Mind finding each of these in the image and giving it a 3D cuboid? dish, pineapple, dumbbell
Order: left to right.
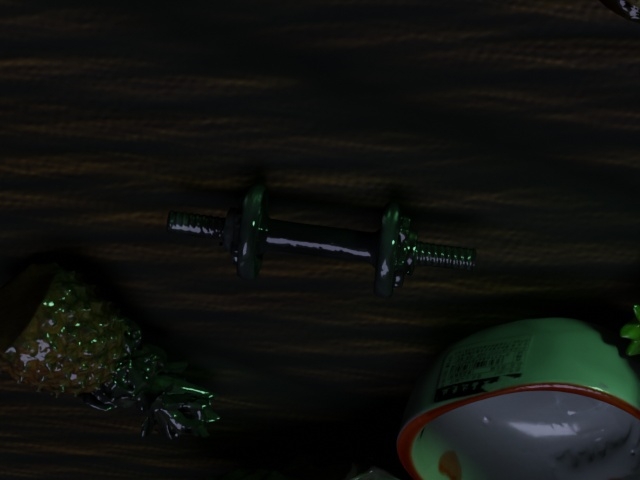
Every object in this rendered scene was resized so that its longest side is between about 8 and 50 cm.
[{"bbox_3d":[-0.189,0.115,1.576,0.125,0.125,0.251,-19,139,32],"label":"pineapple"},{"bbox_3d":[0.000,0.000,1.409,0.253,0.082,0.082,7,142,4],"label":"dumbbell"},{"bbox_3d":[0.199,0.152,1.524,0.256,0.117,0.256,6,141,5],"label":"dish"}]

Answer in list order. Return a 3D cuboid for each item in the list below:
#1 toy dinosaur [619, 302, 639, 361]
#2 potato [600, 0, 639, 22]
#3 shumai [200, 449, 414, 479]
[{"bbox_3d":[0.323,0.091,1.358,0.194,0.177,0.152,-45,118,-6],"label":"toy dinosaur"},{"bbox_3d":[0.231,-0.198,1.126,0.096,0.066,0.103,11,140,-7],"label":"potato"},{"bbox_3d":[0.014,0.307,1.623,0.330,0.292,0.288,30,151,-8],"label":"shumai"}]
